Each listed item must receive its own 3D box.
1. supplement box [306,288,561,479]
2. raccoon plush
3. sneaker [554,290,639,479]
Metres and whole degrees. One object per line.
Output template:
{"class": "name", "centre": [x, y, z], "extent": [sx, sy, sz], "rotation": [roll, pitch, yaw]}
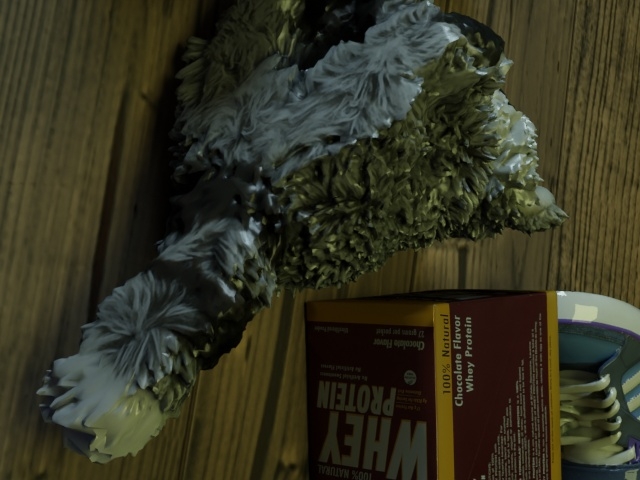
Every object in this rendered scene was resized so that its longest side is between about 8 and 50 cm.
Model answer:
{"class": "supplement box", "centre": [0.100, 0.140, 0.923], "extent": [0.194, 0.129, 0.191], "rotation": [-2, 91, -50]}
{"class": "raccoon plush", "centre": [0.000, 0.000, 0.826], "extent": [0.446, 0.216, 0.299], "rotation": [-47, 140, -9]}
{"class": "sneaker", "centre": [0.288, 0.206, 1.138], "extent": [0.323, 0.130, 0.236], "rotation": [36, 59, -49]}
